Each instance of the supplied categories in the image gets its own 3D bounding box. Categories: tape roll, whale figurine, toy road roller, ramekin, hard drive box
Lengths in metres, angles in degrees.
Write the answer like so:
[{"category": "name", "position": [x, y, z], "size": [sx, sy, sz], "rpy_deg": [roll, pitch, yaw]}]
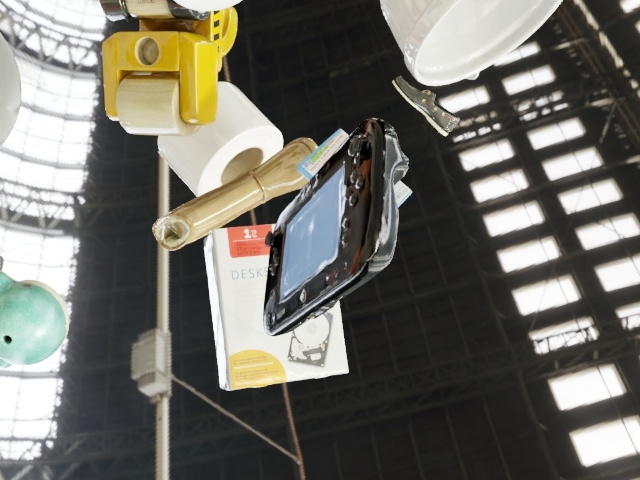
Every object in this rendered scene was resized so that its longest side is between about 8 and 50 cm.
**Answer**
[{"category": "tape roll", "position": [-0.232, -0.224, 1.674], "size": [0.246, 0.246, 0.169], "rpy_deg": [-42, -110, -3]}, {"category": "whale figurine", "position": [-0.661, 0.171, 1.456], "size": [0.272, 0.216, 0.141], "rpy_deg": [5, -163, -3]}, {"category": "toy road roller", "position": [-0.273, -0.371, 1.392], "size": [0.203, 0.241, 0.329], "rpy_deg": [6, -79, 22]}, {"category": "ramekin", "position": [0.165, -0.281, 0.795], "size": [0.207, 0.207, 0.109], "rpy_deg": [-32, -107, 7]}, {"category": "hard drive box", "position": [-0.070, 0.096, 1.070], "size": [0.181, 0.089, 0.232], "rpy_deg": [-6, -98, -18]}]

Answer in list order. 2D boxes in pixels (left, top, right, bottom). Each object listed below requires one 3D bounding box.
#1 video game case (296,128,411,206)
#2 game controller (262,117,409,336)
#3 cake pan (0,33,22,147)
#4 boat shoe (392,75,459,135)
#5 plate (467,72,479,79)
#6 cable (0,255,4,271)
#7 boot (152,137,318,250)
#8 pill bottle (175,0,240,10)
[{"category": "video game case", "position": [0.058, -0.101, 1.197], "size": [0.166, 0.015, 0.119], "rpy_deg": [42, -121, 5]}, {"category": "game controller", "position": [0.000, 0.000, 0.780], "size": [0.319, 0.067, 0.166], "rpy_deg": [137, -30, -60]}, {"category": "cake pan", "position": [-0.583, -0.236, 1.073], "size": [0.054, 0.293, 0.293], "rpy_deg": [8, -118, 41]}, {"category": "boat shoe", "position": [0.180, -0.238, 1.223], "size": [0.042, 0.133, 0.049], "rpy_deg": [-48, -177, 23]}, {"category": "plate", "position": [0.299, -0.538, 1.692], "size": [0.045, 0.277, 0.277], "rpy_deg": [-16, -154, -20]}, {"category": "cable", "position": [-0.772, 0.161, 1.647], "size": [0.139, 0.072, 0.287], "rpy_deg": [-40, -141, 20]}, {"category": "boot", "position": [-0.148, -0.080, 1.320], "size": [0.270, 0.089, 0.236], "rpy_deg": [-32, -178, -38]}, {"category": "pill bottle", "position": [-0.142, -0.383, 0.828], "size": [0.119, 0.119, 0.208], "rpy_deg": [-17, -107, 21]}]
